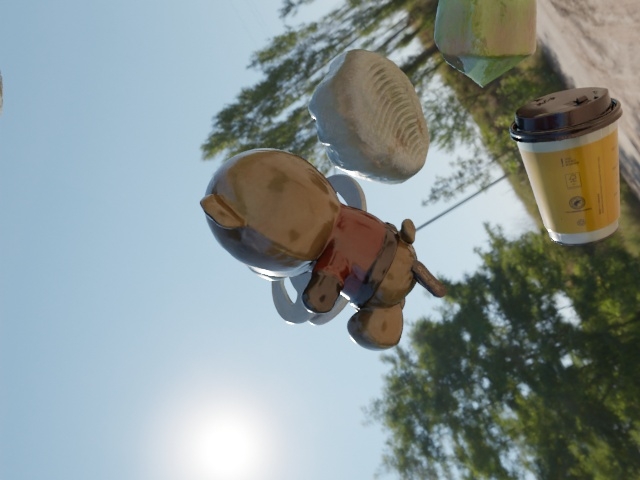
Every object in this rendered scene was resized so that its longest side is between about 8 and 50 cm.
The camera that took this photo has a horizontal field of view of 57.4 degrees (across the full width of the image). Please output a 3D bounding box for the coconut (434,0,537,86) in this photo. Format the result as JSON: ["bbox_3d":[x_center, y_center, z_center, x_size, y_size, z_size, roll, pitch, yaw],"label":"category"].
[{"bbox_3d":[0.351,-0.444,1.238,0.236,0.204,0.236,-30,-55,-57],"label":"coconut"}]

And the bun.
[{"bbox_3d":[0.117,-0.284,1.425,0.354,0.194,0.354,21,-120,-42],"label":"bun"}]

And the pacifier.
[{"bbox_3d":[-0.038,0.011,0.974,0.207,0.279,0.227,19,-157,-30],"label":"pacifier"}]

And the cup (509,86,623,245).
[{"bbox_3d":[0.478,-0.142,1.112,0.196,0.196,0.280,-73,-35,-63],"label":"cup"}]

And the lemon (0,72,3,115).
[{"bbox_3d":[-0.683,-0.266,1.003,0.253,0.253,0.310,46,165,-24],"label":"lemon"}]

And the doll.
[{"bbox_3d":[0.000,0.000,0.778,0.330,0.174,0.235,31,-154,-7],"label":"doll"}]
